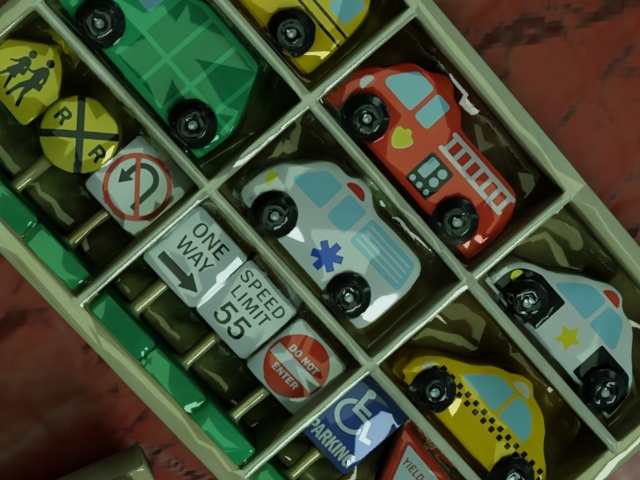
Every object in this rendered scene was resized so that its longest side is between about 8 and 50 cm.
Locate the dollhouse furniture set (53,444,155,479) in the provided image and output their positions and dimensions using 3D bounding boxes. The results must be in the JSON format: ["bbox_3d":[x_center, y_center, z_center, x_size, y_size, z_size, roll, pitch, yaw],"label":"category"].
[{"bbox_3d":[-0.080,0.198,0.535,0.129,0.129,0.184,-23,132,-2],"label":"dollhouse furniture set"}]

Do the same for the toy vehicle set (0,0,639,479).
[{"bbox_3d":[0.000,0.000,0.533,0.166,0.035,0.267,-42,102,2],"label":"toy vehicle set"}]
